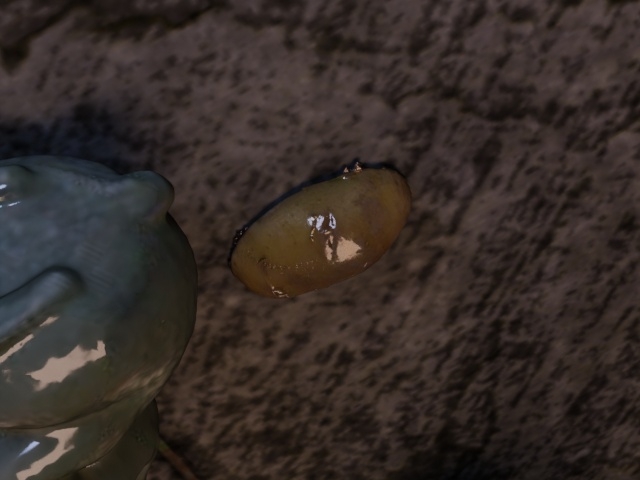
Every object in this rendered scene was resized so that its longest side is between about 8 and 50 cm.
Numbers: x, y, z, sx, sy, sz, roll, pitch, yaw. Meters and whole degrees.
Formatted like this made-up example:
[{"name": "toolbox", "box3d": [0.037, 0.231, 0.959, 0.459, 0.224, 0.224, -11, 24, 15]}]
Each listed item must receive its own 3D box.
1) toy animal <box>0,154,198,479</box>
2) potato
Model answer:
[{"name": "toy animal", "box3d": [-0.112, 0.074, 0.812, 0.127, 0.125, 0.251, 5, 145, 8]}, {"name": "potato", "box3d": [0.000, -0.001, 0.843, 0.093, 0.036, 0.037, -29, 143, 6]}]
